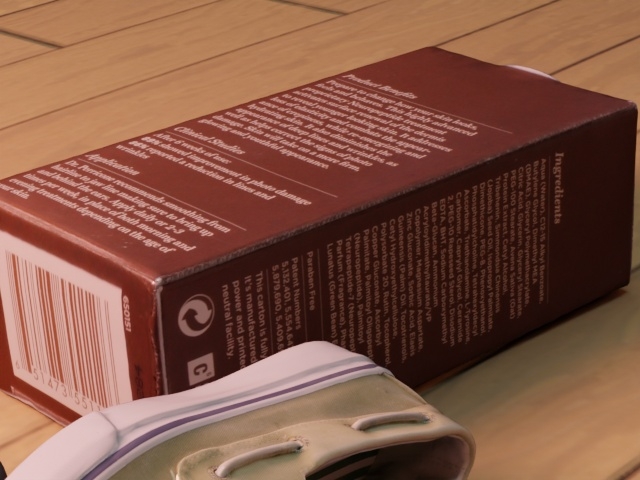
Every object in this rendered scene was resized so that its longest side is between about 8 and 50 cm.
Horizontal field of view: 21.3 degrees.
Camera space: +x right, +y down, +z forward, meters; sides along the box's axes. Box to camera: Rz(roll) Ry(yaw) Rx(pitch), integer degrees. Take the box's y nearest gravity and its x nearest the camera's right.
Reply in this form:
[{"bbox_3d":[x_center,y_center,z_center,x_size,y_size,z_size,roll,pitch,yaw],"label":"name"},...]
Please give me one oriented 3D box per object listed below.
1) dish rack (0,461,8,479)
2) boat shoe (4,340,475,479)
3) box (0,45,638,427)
[{"bbox_3d":[-0.292,0.146,0.777,0.208,0.074,0.271,21,34,28],"label":"dish rack"},{"bbox_3d":[-0.039,0.119,0.736,0.094,0.109,0.302,16,27,32],"label":"boat shoe"},{"bbox_3d":[0.000,0.000,1.036,0.381,0.143,0.191,-22,30,-36],"label":"box"}]
